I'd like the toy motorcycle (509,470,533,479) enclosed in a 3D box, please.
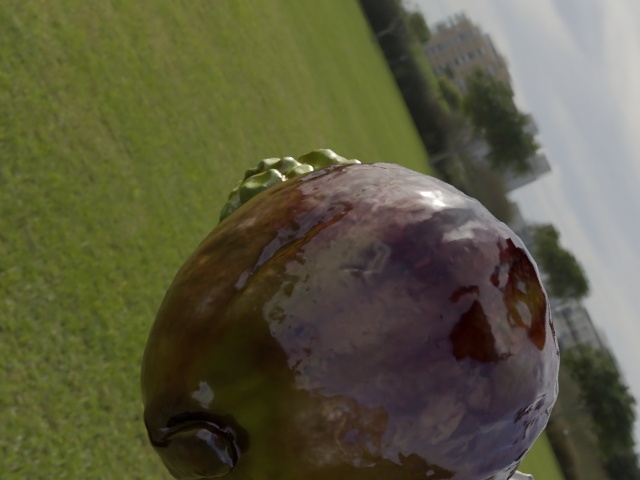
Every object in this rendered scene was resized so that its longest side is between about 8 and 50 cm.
[{"bbox_3d":[0.182,0.375,1.656,0.341,0.223,0.107,11,65,-37],"label":"toy motorcycle"}]

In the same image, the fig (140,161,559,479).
[{"bbox_3d":[0.018,0.067,0.672,0.224,0.263,0.224,-176,-90,-70],"label":"fig"}]

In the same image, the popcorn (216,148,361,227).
[{"bbox_3d":[0.008,0.004,1.714,0.335,0.279,0.274,26,22,-5],"label":"popcorn"}]
